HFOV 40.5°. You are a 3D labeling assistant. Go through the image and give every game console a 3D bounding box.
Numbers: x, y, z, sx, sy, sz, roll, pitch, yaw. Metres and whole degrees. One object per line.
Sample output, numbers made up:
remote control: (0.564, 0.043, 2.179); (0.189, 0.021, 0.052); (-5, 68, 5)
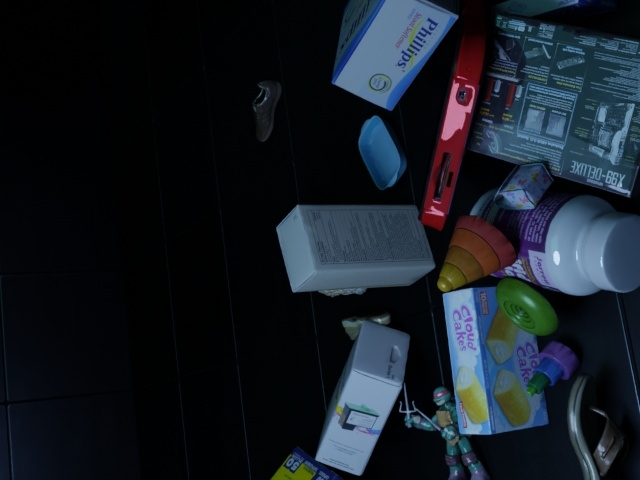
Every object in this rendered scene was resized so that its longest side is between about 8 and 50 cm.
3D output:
game console: (0.252, -0.246, 1.619); (0.342, 0.060, 0.386); (-70, -8, -55)

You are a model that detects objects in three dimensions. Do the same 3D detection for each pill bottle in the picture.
pill bottle: (0.402, 0.002, 1.469); (0.302, 0.169, 0.169); (14, 102, 58)

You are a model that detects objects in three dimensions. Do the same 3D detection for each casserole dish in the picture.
casserole dish: (0.147, -0.203, 2.009); (0.114, 0.037, 0.188); (-57, 46, 42)

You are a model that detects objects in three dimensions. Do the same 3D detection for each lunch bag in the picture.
lunch bag: (0.333, -0.090, 1.452); (0.053, 0.071, 0.083); (50, 156, -21)

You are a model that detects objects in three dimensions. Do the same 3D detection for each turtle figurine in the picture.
turtle figurine: (0.258, 0.386, 1.765); (0.234, 0.118, 0.175); (68, 164, 3)

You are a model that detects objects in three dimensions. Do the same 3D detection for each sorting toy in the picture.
sorting toy: (0.308, 0.130, 1.481); (0.365, 0.126, 0.127); (53, 161, -20)

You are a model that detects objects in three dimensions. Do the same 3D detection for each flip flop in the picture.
flip flop: (0.473, 0.357, 1.438); (0.080, 0.112, 0.277); (-16, 73, 31)

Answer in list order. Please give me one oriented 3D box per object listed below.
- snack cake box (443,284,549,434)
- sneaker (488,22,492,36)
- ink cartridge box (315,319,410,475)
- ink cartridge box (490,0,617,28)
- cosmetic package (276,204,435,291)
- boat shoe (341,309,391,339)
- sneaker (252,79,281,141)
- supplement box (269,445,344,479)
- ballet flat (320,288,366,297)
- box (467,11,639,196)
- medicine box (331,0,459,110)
snack cake box: (0.326, 0.219, 1.616); (0.089, 0.152, 0.264); (-19, 75, 57)
sneaker: (0.329, -0.348, 1.621); (0.227, 0.130, 0.087); (60, 136, 42)
ink cartridge box: (0.095, 0.349, 1.945); (0.201, 0.117, 0.278); (-70, 0, -60)
ink cartridge box: (0.405, -0.408, 1.523); (0.207, 0.097, 0.046); (0, 90, 59)
cosmetic package: (0.078, 0.014, 1.864); (0.113, 0.310, 0.160); (-44, 54, 51)
boat shoe: (0.117, 0.207, 2.053); (0.190, 0.068, 0.072); (-21, 85, 67)
sneaker: (-0.170, -0.374, 2.491); (0.066, 0.071, 0.188); (48, 129, 47)
supplement box: (-0.064, 0.708, 2.052); (0.356, 0.195, 0.194); (-51, 30, -14)
ballet flat: (0.071, 0.098, 2.109); (0.091, 0.077, 0.241); (-60, 22, -17)
box: (0.412, -0.230, 1.435); (0.308, 0.077, 0.242); (21, 111, 34)
medicine box: (0.156, -0.467, 1.782); (0.263, 0.149, 0.289); (-54, 19, 44)
